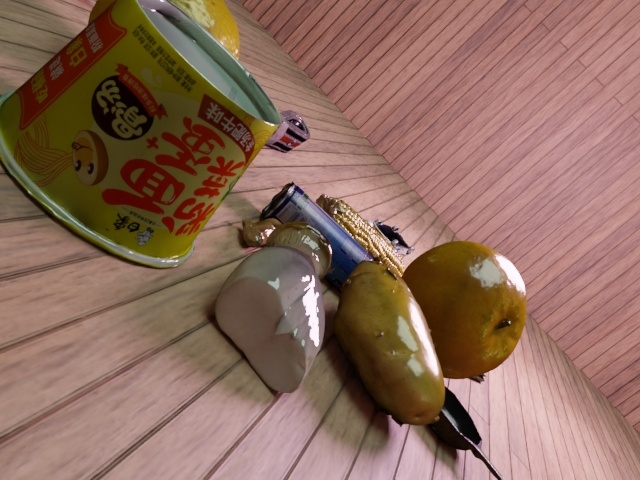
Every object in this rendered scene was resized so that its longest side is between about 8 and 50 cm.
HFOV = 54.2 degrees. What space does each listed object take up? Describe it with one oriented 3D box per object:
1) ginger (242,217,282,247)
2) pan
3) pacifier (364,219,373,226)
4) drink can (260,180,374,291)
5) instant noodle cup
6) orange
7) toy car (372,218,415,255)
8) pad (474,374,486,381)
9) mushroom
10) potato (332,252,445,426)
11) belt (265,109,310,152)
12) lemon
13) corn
[{"bbox_3d":[-0.096,-0.013,1.062,0.137,0.044,0.057,-7,84,-69],"label":"ginger"},{"bbox_3d":[0.227,0.327,1.053,0.128,0.048,0.202,38,16,-24],"label":"pan"},{"bbox_3d":[0.103,-0.013,1.499,0.082,0.077,0.099,9,10,-37],"label":"pacifier"},{"bbox_3d":[0.000,0.000,1.184,0.235,0.097,0.097,42,16,-13],"label":"drink can"},{"bbox_3d":[-0.209,-0.151,0.774,0.311,0.221,0.311,42,16,-15],"label":"instant noodle cup"},{"bbox_3d":[0.271,0.137,1.247,0.279,0.278,0.235,33,-8,-40],"label":"orange"},{"bbox_3d":[0.199,-0.004,1.779,0.205,0.056,0.095,13,36,-57],"label":"toy car"},{"bbox_3d":[0.310,0.240,1.535,0.174,0.022,0.233,30,22,-45],"label":"pad"},{"bbox_3d":[-0.050,0.070,0.888,0.328,0.122,0.159,-67,150,-72],"label":"mushroom"},{"bbox_3d":[0.102,0.151,0.997,0.173,0.140,0.300,43,20,-40],"label":"potato"},{"bbox_3d":[-0.124,-0.278,1.548,0.126,0.094,0.360,54,18,10],"label":"belt"},{"bbox_3d":[-0.256,-0.326,1.051,0.245,0.245,0.320,42,11,-16],"label":"lemon"},{"bbox_3d":[0.080,0.008,1.371,0.305,0.106,0.106,39,17,-42],"label":"corn"}]
